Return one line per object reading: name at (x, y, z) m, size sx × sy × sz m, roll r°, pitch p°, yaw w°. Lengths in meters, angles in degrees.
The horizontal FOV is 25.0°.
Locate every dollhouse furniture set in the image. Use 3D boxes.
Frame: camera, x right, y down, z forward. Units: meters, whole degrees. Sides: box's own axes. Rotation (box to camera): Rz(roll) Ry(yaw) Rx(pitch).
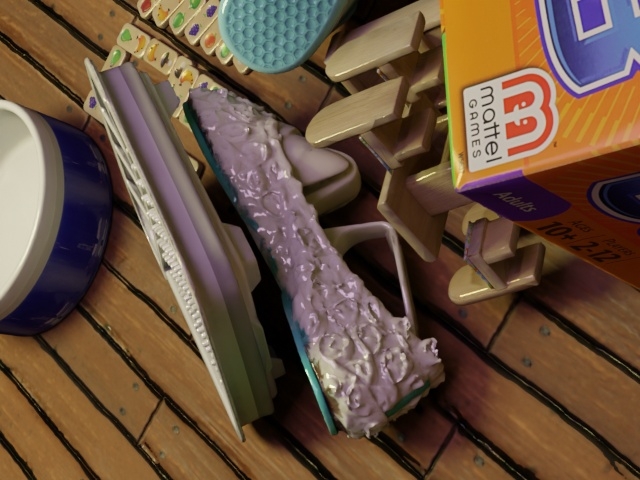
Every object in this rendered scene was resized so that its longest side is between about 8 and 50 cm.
dollhouse furniture set at (0.078, -0.089, 1.236) m, size 0.161 × 0.212 × 0.242 m, roll -19°, pitch 39°, yaw 35°

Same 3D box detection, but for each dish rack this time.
dish rack at (-0.121, 0.000, 1.379) m, size 0.072 × 0.286 × 0.333 m, roll -21°, pitch 53°, yaw -9°

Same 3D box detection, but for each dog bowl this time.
dog bowl at (-0.366, -0.024, 1.683) m, size 0.265 × 0.104 × 0.265 m, roll -13°, pitch 69°, yaw 38°

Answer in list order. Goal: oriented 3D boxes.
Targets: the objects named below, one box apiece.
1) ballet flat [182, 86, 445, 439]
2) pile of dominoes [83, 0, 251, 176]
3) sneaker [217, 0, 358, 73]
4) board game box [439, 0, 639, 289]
ballet flat at (0.000, 0.000, 1.351) m, size 0.147 × 0.147 × 0.409 m, roll -42°, pitch 56°, yaw 25°
pile of dominoes at (-0.170, -0.189, 1.599) m, size 0.251 × 0.040 × 0.196 m, roll 35°, pitch 101°, yaw 42°
sneaker at (0.029, -0.309, 1.355) m, size 0.127 × 0.208 × 0.319 m, roll 41°, pitch 107°, yaw -4°
board game box at (0.312, -0.188, 0.925) m, size 0.356 × 0.356 × 0.357 m, roll -15°, pitch 68°, yaw 32°
